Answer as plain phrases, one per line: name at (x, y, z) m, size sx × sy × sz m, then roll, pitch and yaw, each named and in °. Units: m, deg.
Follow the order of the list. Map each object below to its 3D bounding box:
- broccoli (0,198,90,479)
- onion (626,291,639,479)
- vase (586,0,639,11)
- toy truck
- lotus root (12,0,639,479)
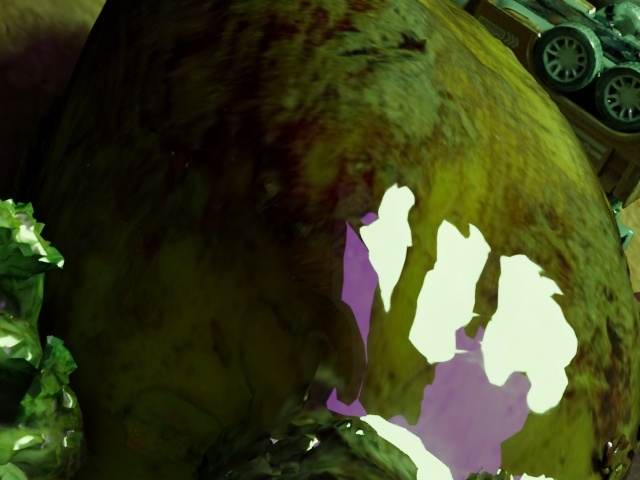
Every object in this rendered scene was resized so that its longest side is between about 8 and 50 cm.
broccoli at (-0.160, -0.013, 0.409) m, size 0.269 × 0.269 × 0.254 m, roll 33°, pitch 63°, yaw -28°
onion at (0.163, 0.125, 0.770) m, size 0.207 × 0.200 × 0.200 m, roll 32°, pitch 26°, yaw 25°
vase at (0.132, -0.173, 1.038) m, size 0.183 × 0.120 × 0.120 m, roll 33°, pitch 38°, yaw -50°
toy truck at (0.093, -0.074, 0.906) m, size 0.178 × 0.115 × 0.080 m, roll 38°, pitch 31°, yaw 17°
lotus root at (0.000, 0.000, 0.611) m, size 0.196 × 0.179 × 0.397 m, roll 21°, pitch 24°, yaw -11°
